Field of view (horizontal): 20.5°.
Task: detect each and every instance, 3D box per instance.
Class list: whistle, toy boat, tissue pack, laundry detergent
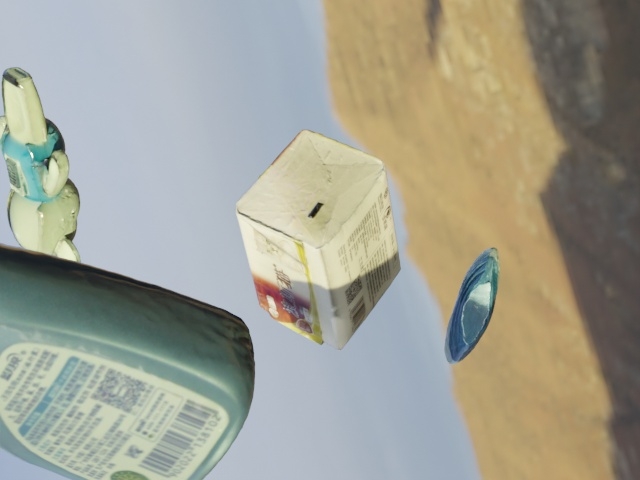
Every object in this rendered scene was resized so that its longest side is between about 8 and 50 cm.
[{"bbox_3d":[-0.290,-0.076,1.820,0.114,0.077,0.236,33,140,36],"label":"whistle"},{"bbox_3d":[0.131,0.062,1.581,0.149,0.034,0.105,114,176,-79],"label":"toy boat"},{"bbox_3d":[0.000,-0.001,1.492,0.106,0.099,0.149,-52,-27,-27],"label":"tissue pack"},{"bbox_3d":[-0.188,0.058,1.039,0.290,0.143,0.094,24,-136,-22],"label":"laundry detergent"}]
